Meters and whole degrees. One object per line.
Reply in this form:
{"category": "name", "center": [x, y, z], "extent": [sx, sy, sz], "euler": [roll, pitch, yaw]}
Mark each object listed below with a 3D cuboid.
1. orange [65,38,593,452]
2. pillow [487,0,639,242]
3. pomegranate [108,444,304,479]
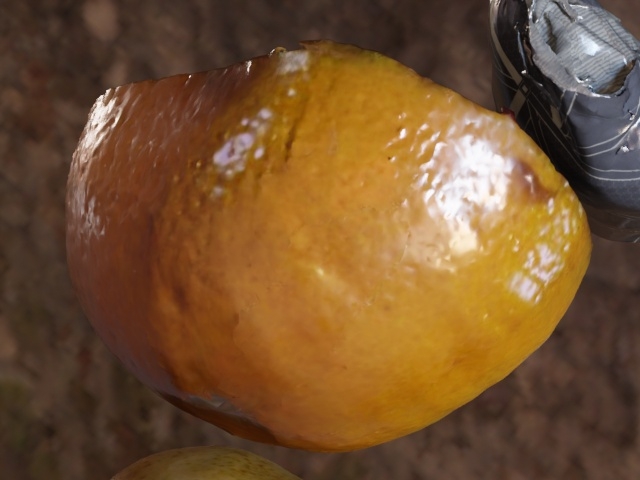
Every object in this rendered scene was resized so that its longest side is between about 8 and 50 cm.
{"category": "orange", "center": [-0.002, 0.000, 1.025], "extent": [0.274, 0.310, 0.274], "euler": [50, 24, -32]}
{"category": "pillow", "center": [0.159, -0.072, 1.066], "extent": [0.161, 0.092, 0.335], "euler": [45, 4, 8]}
{"category": "pomegranate", "center": [-0.087, 0.376, 1.507], "extent": [0.417, 0.416, 0.416], "euler": [37, -10, 7]}
